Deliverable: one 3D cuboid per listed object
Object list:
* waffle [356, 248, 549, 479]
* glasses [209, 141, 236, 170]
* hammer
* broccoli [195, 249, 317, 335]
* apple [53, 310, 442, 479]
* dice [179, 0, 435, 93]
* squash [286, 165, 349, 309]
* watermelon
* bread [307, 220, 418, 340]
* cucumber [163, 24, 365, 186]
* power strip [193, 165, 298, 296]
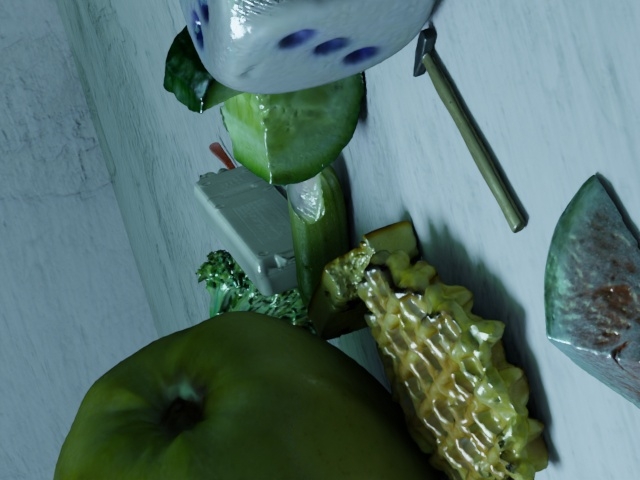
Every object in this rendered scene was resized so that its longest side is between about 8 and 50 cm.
[{"bbox_3d":[0.129,0.147,1.379,0.281,0.058,0.300,50,159,41],"label":"waffle"},{"bbox_3d":[-0.112,0.005,2.131,0.234,0.118,0.268,94,173,-58],"label":"glasses"},{"bbox_3d":[0.126,-0.089,1.222,0.062,0.013,0.198,100,148,-61],"label":"hammer"},{"bbox_3d":[-0.115,0.121,1.920,0.194,0.194,0.219,65,154,22],"label":"broccoli"},{"bbox_3d":[-0.082,0.316,1.559,0.473,0.474,0.473,162,90,-75],"label":"apple"},{"bbox_3d":[-0.020,-0.246,1.202,0.193,0.192,0.194,126,129,-69],"label":"dice"},{"bbox_3d":[0.000,0.000,1.664,0.069,0.069,0.238,-124,21,-44],"label":"squash"},{"bbox_3d":[0.209,0.046,1.031,0.094,0.081,0.180,-24,90,49],"label":"watermelon"},{"bbox_3d":[0.044,0.046,1.532,0.226,0.088,0.049,109,142,-68],"label":"bread"},{"bbox_3d":[-0.047,-0.163,1.469,0.130,0.191,0.191,-129,25,-56],"label":"cucumber"},{"bbox_3d":[-0.084,-0.023,1.874,0.338,0.098,0.058,-132,25,-58],"label":"power strip"}]
